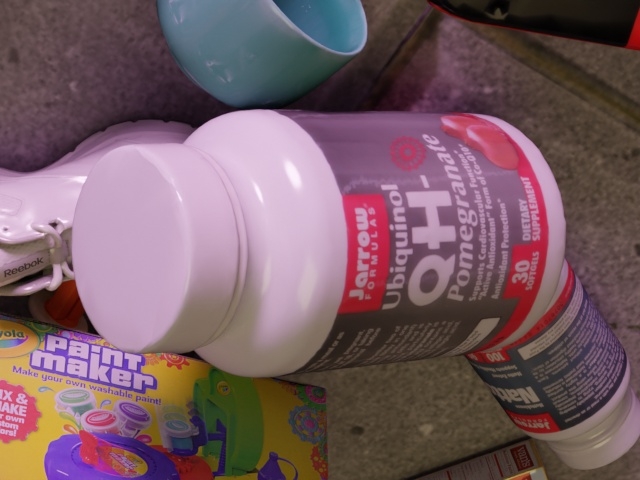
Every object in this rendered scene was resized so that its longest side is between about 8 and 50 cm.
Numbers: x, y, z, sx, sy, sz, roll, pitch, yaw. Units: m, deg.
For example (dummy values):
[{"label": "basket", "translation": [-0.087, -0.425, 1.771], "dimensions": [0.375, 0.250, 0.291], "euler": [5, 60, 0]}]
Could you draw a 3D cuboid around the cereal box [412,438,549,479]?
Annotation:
[{"label": "cereal box", "translation": [0.097, 0.282, 1.493], "dimensions": [0.240, 0.047, 0.173], "euler": [-19, 122, 2]}]

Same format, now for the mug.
[{"label": "mug", "translation": [-0.054, -0.162, 1.163], "dimensions": [0.097, 0.129, 0.157], "euler": [-36, 81, 29]}]

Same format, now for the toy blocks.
[{"label": "toy blocks", "translation": [-0.158, 0.058, 1.315], "dimensions": [0.123, 0.054, 0.148], "euler": [31, 112, -24]}]

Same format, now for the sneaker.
[{"label": "sneaker", "translation": [-0.186, -0.007, 1.229], "dimensions": [0.297, 0.129, 0.111], "euler": [-9, 119, -5]}]

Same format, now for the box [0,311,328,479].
[{"label": "box", "translation": [-0.178, 0.220, 1.292], "dimensions": [0.290, 0.177, 0.279], "euler": [14, 137, -17]}]

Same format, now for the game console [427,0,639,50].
[{"label": "game console", "translation": [0.273, -0.297, 1.136], "dimensions": [0.342, 0.060, 0.386], "euler": [10, 120, -8]}]

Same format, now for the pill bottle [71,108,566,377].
[{"label": "pill bottle", "translation": [0.000, 0.000, 1.164], "dimensions": [0.318, 0.176, 0.176], "euler": [-3, 126, -41]}]

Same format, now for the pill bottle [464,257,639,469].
[{"label": "pill bottle", "translation": [0.180, 0.093, 1.357], "dimensions": [0.108, 0.108, 0.180], "euler": [-31, 120, 10]}]
